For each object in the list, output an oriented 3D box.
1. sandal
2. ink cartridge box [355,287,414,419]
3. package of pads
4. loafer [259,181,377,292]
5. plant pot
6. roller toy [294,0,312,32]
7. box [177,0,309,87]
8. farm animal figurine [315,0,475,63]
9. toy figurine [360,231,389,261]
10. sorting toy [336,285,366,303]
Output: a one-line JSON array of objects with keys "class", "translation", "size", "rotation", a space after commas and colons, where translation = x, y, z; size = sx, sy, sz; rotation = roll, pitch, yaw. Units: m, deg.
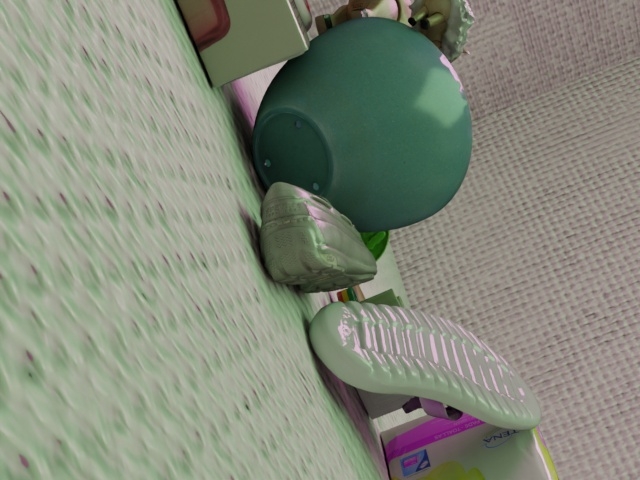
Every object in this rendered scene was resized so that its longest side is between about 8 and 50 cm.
[{"class": "sandal", "translation": [0.130, 0.176, 1.431], "size": [0.416, 0.102, 0.169], "rotation": [23, 32, -37]}, {"class": "ink cartridge box", "translation": [0.083, 0.149, 1.536], "size": [0.062, 0.108, 0.209], "rotation": [-102, 169, -57]}, {"class": "package of pads", "translation": [0.222, 0.353, 1.511], "size": [0.297, 0.229, 0.101], "rotation": [-100, 167, -57]}, {"class": "loafer", "translation": [0.000, 0.000, 1.303], "size": [0.319, 0.112, 0.112], "rotation": [39, 39, -77]}, {"class": "plant pot", "translation": [0.025, -0.131, 1.405], "size": [0.195, 0.290, 0.290], "rotation": [-27, 97, -46]}, {"class": "roller toy", "translation": [-0.095, -0.365, 1.517], "size": [0.209, 0.146, 0.191], "rotation": [-95, 162, -67]}, {"class": "box", "translation": [-0.113, -0.322, 1.318], "size": [0.149, 0.126, 0.232], "rotation": [-88, 157, -75]}, {"class": "farm animal figurine", "translation": [0.087, -0.234, 1.578], "size": [0.172, 0.330, 0.327], "rotation": [-32, 129, -42]}, {"class": "toy figurine", "translation": [0.051, -0.022, 1.706], "size": [0.130, 0.173, 0.159], "rotation": [52, -7, 1]}, {"class": "sorting toy", "translation": [0.064, 0.145, 1.668], "size": [0.132, 0.046, 0.275], "rotation": [-104, 170, -48]}]
